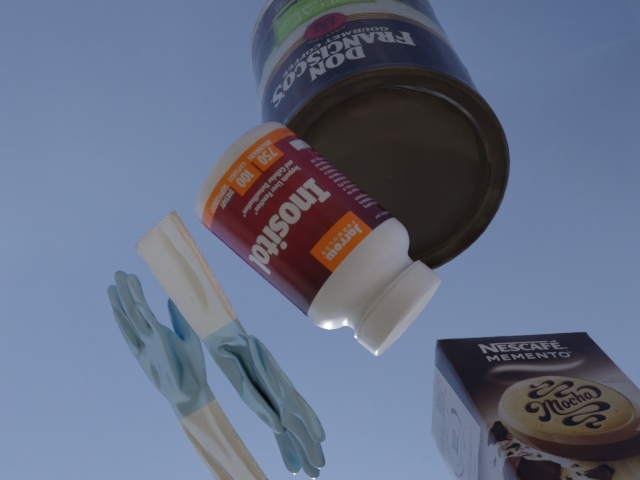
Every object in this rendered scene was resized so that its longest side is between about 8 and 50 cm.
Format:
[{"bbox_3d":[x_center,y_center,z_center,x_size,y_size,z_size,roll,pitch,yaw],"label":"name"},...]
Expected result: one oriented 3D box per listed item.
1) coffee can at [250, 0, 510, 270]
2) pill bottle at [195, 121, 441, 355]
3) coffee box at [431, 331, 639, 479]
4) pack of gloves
[{"bbox_3d":[0.041,-0.121,0.938,0.201,0.275,0.202,-4,-57,-6],"label":"coffee can"},{"bbox_3d":[0.000,0.000,0.650,0.152,0.086,0.086,40,-70,12],"label":"pill bottle"},{"bbox_3d":[0.218,0.200,0.918,0.168,0.297,0.119,-3,-69,-9],"label":"coffee box"},{"bbox_3d":[-0.080,0.098,0.827,0.232,0.046,0.195,56,-37,1],"label":"pack of gloves"}]
